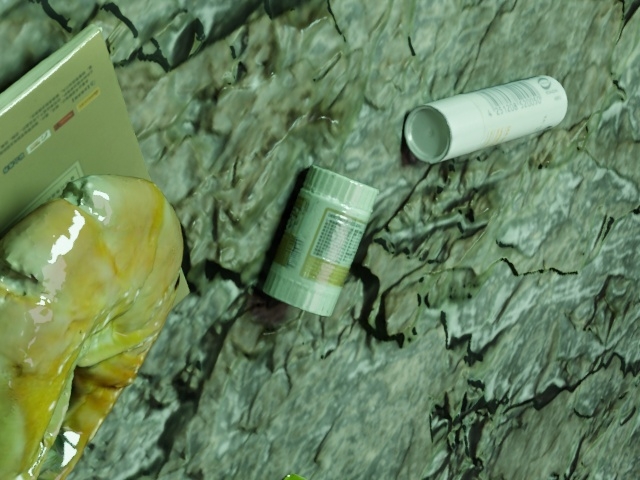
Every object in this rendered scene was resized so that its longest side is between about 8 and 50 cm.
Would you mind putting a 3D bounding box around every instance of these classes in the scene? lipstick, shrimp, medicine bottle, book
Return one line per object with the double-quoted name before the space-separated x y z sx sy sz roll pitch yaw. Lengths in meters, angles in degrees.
"lipstick" 0.114 -0.083 1.046 0.141 0.040 0.040 -19 123 -46
"shrimp" -0.145 0.088 0.762 0.267 0.061 0.145 -66 157 6
"medicine bottle" 0.000 0.000 0.941 0.047 0.047 0.083 16 96 -54
"book" -0.134 0.005 0.779 0.138 0.016 0.199 -45 145 -27

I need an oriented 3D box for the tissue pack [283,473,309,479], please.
"tissue pack" 0.058 0.308 0.990 0.167 0.274 0.200 -44 139 -27
